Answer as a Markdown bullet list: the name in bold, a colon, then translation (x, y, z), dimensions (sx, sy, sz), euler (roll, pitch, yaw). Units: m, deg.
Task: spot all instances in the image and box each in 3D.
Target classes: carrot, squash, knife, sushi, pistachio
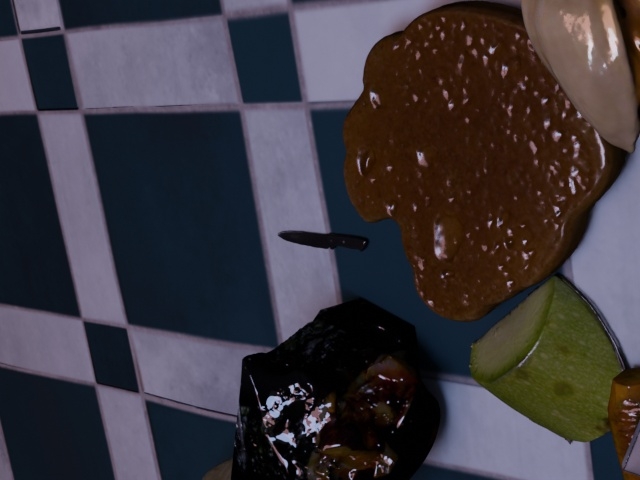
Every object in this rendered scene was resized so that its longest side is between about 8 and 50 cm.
- **carrot**: translation (0.379, 0.272, 1.307), dimensions (0.070, 0.070, 0.260), euler (-6, 105, 45)
- **squash**: translation (0.261, 0.163, 1.357), dimensions (0.184, 0.085, 0.192), euler (53, 136, 14)
- **knife**: translation (0.000, 0.000, 1.591), dimensions (0.170, 0.010, 0.023), euler (7, 106, 44)
- **sushi**: translation (0.034, 0.238, 1.499), dimensions (0.212, 0.227, 0.215), euler (29, 125, 33)
- **pistachio**: translation (0.289, -0.200, 1.143), dimensions (0.157, 0.157, 0.229), euler (-17, 103, 46)

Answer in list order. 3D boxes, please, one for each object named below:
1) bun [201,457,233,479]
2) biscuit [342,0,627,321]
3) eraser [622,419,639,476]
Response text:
- **bun**: translation (-0.084, 0.455, 1.713), dimensions (0.281, 0.281, 0.205), euler (0, 145, 43)
- **biscuit**: translation (0.174, -0.086, 1.347), dimensions (0.359, 0.074, 0.381), euler (27, 126, 35)
- **eraser**: translation (0.397, 0.196, 1.235), dimensions (0.104, 0.023, 0.150), euler (19, 108, 8)
